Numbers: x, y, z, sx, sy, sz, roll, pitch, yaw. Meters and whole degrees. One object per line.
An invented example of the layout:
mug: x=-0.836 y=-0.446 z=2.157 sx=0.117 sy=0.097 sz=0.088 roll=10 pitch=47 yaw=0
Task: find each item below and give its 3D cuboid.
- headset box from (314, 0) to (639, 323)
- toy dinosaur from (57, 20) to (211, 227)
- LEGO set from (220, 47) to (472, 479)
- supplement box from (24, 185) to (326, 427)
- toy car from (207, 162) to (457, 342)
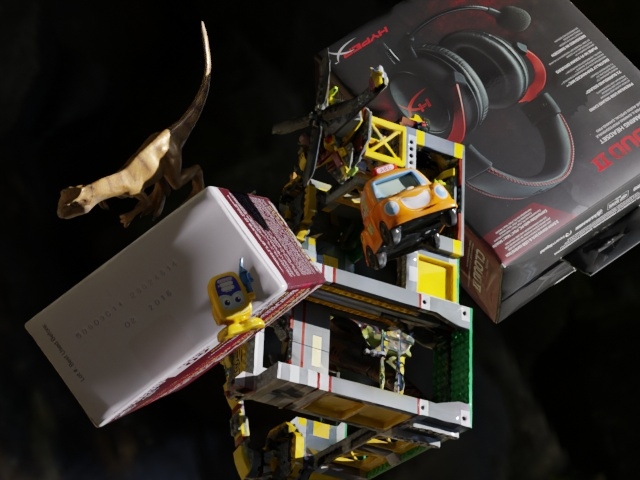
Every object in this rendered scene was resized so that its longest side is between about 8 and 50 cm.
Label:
headset box: x=0.166 y=-0.088 z=1.615 sx=0.293 sy=0.218 sz=0.110 roll=51 pitch=-17 yaw=24
toy dinosaur: x=-0.133 y=-0.075 z=1.616 sx=0.211 sy=0.064 sz=0.112 roll=-48 pitch=142 yaw=-25
LEGO set: x=-0.019 y=0.038 z=1.420 sx=0.192 sy=0.255 sz=0.331 roll=17 pitch=69 yaw=-27
supplement box: x=-0.077 y=0.036 z=1.102 sx=0.073 sy=0.130 sz=0.239 roll=54 pitch=5 yaw=3
toy car: x=0.000 y=0.000 z=0.833 sx=0.060 sy=0.122 sz=0.040 roll=64 pitch=4 yaw=-75
